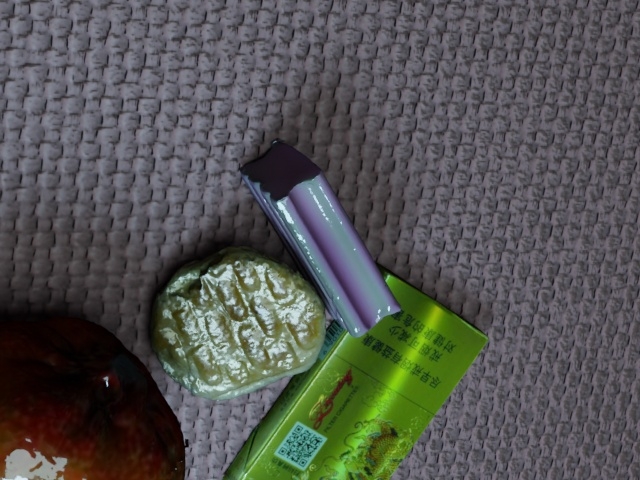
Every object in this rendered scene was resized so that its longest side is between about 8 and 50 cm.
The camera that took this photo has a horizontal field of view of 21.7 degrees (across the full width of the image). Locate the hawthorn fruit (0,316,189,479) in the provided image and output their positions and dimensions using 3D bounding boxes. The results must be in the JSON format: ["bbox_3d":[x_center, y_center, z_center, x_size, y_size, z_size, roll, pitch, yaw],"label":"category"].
[{"bbox_3d":[-0.298,0.218,1.692,0.311,0.295,0.295,-24,120,15],"label":"hawthorn fruit"}]

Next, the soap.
[{"bbox_3d":[0.000,0.000,1.802,0.065,0.122,0.203,-36,120,-8],"label":"soap"}]

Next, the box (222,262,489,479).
[{"bbox_3d":[0.042,0.194,1.939,0.173,0.043,0.311,32,95,-29],"label":"box"}]

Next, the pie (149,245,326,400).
[{"bbox_3d":[-0.091,0.089,1.813,0.195,0.046,0.195,-1,120,-2],"label":"pie"}]
